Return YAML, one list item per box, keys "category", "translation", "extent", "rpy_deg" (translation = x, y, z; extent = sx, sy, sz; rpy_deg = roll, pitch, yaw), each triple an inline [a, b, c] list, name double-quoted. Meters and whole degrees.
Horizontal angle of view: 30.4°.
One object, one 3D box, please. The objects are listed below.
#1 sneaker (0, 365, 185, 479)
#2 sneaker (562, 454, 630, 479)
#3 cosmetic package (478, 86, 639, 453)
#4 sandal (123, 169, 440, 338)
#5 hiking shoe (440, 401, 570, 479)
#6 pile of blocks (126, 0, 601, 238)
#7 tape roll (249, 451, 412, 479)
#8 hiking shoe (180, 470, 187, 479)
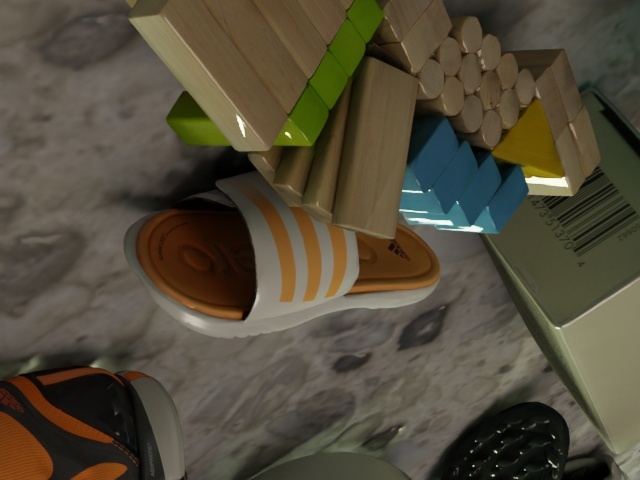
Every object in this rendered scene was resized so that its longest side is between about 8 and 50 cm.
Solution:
- category: "sneaker"
  translation: [-0.166, 0.236, 0.722]
  extent: [0.180, 0.321, 0.124]
  rpy_deg: [4, 151, -40]
- category: "sneaker"
  translation: [0.271, 0.333, 1.417]
  extent: [0.229, 0.086, 0.132]
  rpy_deg: [-41, 143, -7]
- category: "cosmetic package"
  translation: [0.223, 0.036, 0.921]
  extent: [0.129, 0.153, 0.296]
  rpy_deg: [-33, 148, 2]
- category: "sandal"
  translation: [-0.006, -0.007, 0.733]
  extent: [0.265, 0.102, 0.076]
  rpy_deg: [-5, 137, -48]
- category: "hiking shoe"
  translation: [0.186, 0.273, 1.266]
  extent: [0.132, 0.113, 0.304]
  rpy_deg: [-40, 156, -53]
- category: "pile of blocks"
  translation: [0.015, -0.071, 0.630]
  extent: [0.362, 0.113, 0.149]
  rpy_deg: [19, 79, -48]
- category: "tape roll"
  translation: [0.016, 0.335, 1.044]
  extent: [0.246, 0.169, 0.246]
  rpy_deg: [-10, 120, -17]
- category: "hiking shoe"
  translation: [-0.123, 0.244, 0.932]
  extent: [0.086, 0.114, 0.227]
  rpy_deg: [-28, 146, -9]
